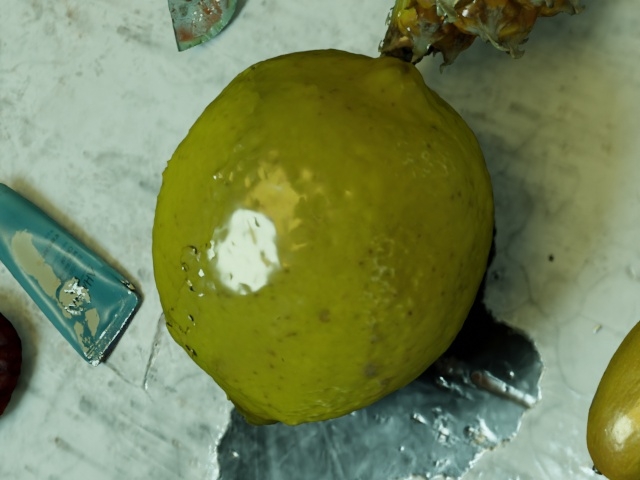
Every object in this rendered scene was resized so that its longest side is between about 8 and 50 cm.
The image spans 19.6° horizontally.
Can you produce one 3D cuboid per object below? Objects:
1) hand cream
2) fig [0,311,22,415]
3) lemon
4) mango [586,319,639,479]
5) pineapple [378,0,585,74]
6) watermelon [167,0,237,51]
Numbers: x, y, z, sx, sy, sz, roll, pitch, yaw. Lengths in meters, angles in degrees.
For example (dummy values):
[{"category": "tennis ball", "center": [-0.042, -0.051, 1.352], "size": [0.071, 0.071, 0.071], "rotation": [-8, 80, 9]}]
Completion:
[{"category": "hand cream", "center": [-0.254, 0.019, 1.707], "size": [0.224, 0.048, 0.083], "rotation": [40, 103, 29]}, {"category": "fig", "center": [-0.340, 0.102, 1.702], "size": [0.128, 0.150, 0.128], "rotation": [-11, 42, 10]}, {"category": "lemon", "center": [0.000, 0.000, 1.395], "size": [0.253, 0.253, 0.310], "rotation": [36, 115, 35]}, {"category": "mango", "center": [0.254, 0.094, 1.297], "size": [0.098, 0.075, 0.190], "rotation": [42, 103, 17]}, {"category": "pineapple", "center": [0.120, -0.178, 1.416], "size": [0.140, 0.250, 0.164], "rotation": [17, 112, -4]}, {"category": "watermelon", "center": [-0.119, -0.216, 1.635], "size": [0.085, 0.061, 0.085], "rotation": [-1, 88, 30]}]
